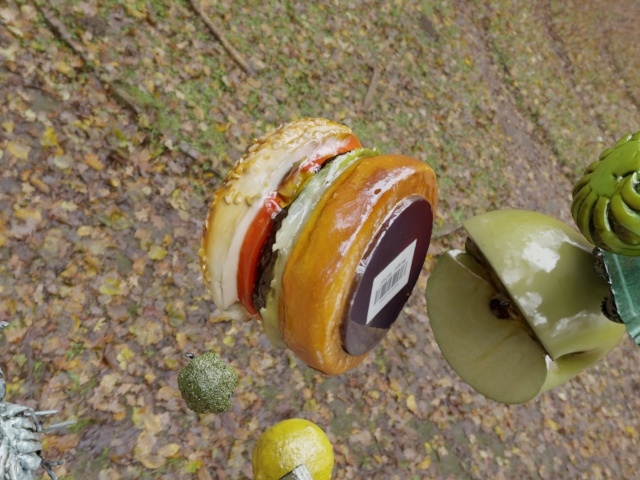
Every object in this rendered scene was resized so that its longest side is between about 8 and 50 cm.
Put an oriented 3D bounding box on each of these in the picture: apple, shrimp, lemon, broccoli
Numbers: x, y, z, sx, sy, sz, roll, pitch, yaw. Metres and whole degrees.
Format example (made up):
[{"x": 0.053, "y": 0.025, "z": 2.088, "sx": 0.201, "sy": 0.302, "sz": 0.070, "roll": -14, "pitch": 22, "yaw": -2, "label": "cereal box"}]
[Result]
[{"x": 0.323, "y": 0.089, "z": 0.832, "sx": 0.234, "sy": 0.295, "sz": 0.257, "roll": -11, "pitch": 49, "yaw": -16, "label": "apple"}, {"x": -0.523, "y": 0.318, "z": 0.873, "sx": 0.221, "sy": 0.166, "sz": 0.410, "roll": -29, "pitch": 102, "yaw": -65, "label": "shrimp"}, {"x": -0.068, "y": 0.546, "z": 1.334, "sx": 0.231, "sy": 0.192, "sz": 0.192, "roll": -8, "pitch": 67, "yaw": -35, "label": "lemon"}, {"x": -0.243, "y": 0.308, "z": 1.152, "sx": 0.120, "sy": 0.132, "sz": 0.130, "roll": 10, "pitch": 83, "yaw": -80, "label": "broccoli"}]

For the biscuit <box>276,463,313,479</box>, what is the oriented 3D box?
[{"x": -0.058, "y": 0.581, "z": 1.140, "sx": 0.046, "sy": 0.250, "sz": 0.147, "roll": -19, "pitch": 65, "yaw": -40, "label": "biscuit"}]

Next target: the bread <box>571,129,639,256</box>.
[{"x": 0.317, "y": -0.053, "z": 0.534, "sx": 0.071, "sy": 0.139, "sz": 0.130, "roll": 34, "pitch": 15, "yaw": -18, "label": "bread"}]

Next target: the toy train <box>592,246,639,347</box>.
[{"x": 0.403, "y": 0.021, "z": 0.578, "sx": 0.138, "sy": 0.178, "sz": 0.330, "roll": 48, "pitch": 32, "yaw": -9, "label": "toy train"}]

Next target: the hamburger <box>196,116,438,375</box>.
[{"x": 0.000, "y": 0.000, "z": 0.756, "sx": 0.250, "sy": 0.329, "sz": 0.330, "roll": 24, "pitch": 36, "yaw": 26, "label": "hamburger"}]
